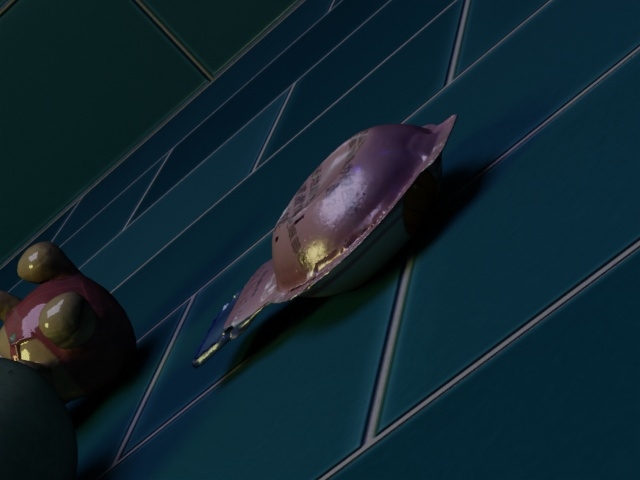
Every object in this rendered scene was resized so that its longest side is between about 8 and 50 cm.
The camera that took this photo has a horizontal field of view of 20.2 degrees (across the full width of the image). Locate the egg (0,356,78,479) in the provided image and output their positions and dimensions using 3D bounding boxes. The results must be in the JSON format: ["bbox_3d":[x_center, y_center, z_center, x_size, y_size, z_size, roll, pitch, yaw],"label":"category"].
[{"bbox_3d":[-0.280,0.182,1.423,0.169,0.169,0.236,-38,15,24],"label":"egg"}]

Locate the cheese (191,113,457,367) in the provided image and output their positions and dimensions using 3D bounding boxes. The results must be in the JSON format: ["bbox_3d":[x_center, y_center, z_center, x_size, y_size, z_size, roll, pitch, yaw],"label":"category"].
[{"bbox_3d":[0.000,0.000,1.366,0.286,0.074,0.189,-41,11,29],"label":"cheese"}]

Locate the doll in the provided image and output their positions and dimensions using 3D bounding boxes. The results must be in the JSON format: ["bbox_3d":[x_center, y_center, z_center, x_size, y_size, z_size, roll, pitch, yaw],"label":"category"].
[{"bbox_3d":[-0.299,0.135,1.707,0.256,0.152,0.196,-47,-2,7],"label":"doll"}]
